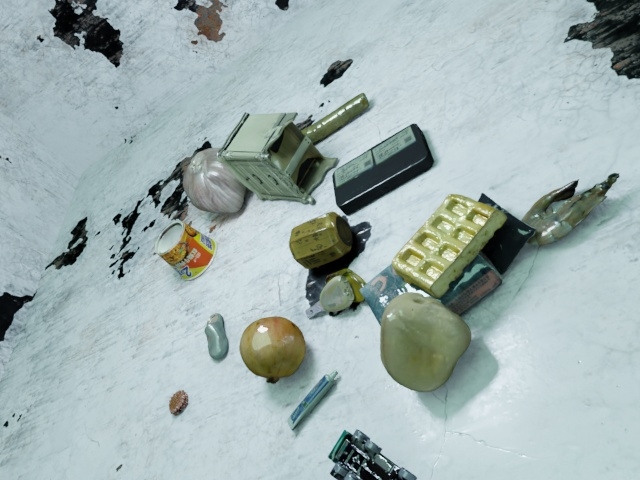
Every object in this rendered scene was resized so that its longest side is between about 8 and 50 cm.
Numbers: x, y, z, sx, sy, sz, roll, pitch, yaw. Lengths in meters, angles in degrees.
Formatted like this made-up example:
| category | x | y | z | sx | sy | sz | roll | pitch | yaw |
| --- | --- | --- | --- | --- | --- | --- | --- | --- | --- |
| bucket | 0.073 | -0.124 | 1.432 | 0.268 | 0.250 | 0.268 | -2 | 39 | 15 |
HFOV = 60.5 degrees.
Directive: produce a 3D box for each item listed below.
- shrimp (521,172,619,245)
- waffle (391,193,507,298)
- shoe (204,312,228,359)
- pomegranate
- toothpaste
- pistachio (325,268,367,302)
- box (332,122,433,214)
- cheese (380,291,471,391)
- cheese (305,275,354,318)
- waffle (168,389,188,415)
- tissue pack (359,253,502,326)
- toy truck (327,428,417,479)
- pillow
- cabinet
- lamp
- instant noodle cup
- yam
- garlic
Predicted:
| category | x | y | z | sx | sy | sz | roll | pitch | yaw |
| --- | --- | --- | --- | --- | --- | --- | --- | --- | --- |
| shrimp | 0.597 | -0.084 | 1.338 | 0.254 | 0.059 | 0.145 | -45 | 28 | 10 |
| waffle | 0.309 | 0.003 | 1.356 | 0.274 | 0.057 | 0.168 | -48 | 38 | -4 |
| shoe | -0.370 | 0.317 | 1.878 | 0.079 | 0.078 | 0.195 | -35 | 36 | 14 |
| pomegranate | -0.137 | 0.310 | 1.580 | 0.191 | 0.191 | 0.191 | -25 | 43 | 26 |
| toothpaste | -0.020 | 0.428 | 1.487 | 0.197 | 0.035 | 0.057 | -49 | 22 | 0 |
| pistachio | 0.088 | 0.130 | 1.629 | 0.173 | 0.049 | 0.089 | 13 | 99 | 43 |
| box | 0.200 | -0.241 | 1.848 | 0.350 | 0.058 | 0.211 | -29 | 39 | 22 |
| cheese | 0.240 | 0.234 | 1.276 | 0.218 | 0.235 | 0.117 | -22 | -1 | 9 |
| cheese | 0.019 | 0.183 | 1.634 | 0.192 | 0.038 | 0.097 | -39 | 64 | 37 |
| waffle | -0.474 | 0.536 | 1.823 | 0.075 | 0.029 | 0.083 | -36 | 37 | 13 |
| tissue pack | 0.275 | 0.119 | 1.423 | 0.316 | 0.103 | 0.228 | -40 | 41 | 10 |
| toy truck | 0.120 | 0.512 | 1.207 | 0.253 | 0.124 | 0.114 | 21 | 73 | 48 |
| pillow | 0.445 | -0.023 | 1.405 | 0.141 | 0.055 | 0.208 | -63 | 33 | 22 |
| cabinet | -0.160 | -0.305 | 2.056 | 0.318 | 0.290 | 0.227 | 11 | 65 | 47 |
| lamp | 0.000 | 0.000 | 1.748 | 0.185 | 0.161 | 0.161 | -24 | 43 | 26 |
| instant noodle cup | -0.554 | 0.031 | 2.221 | 0.213 | 0.174 | 0.213 | -24 | 44 | 26 |
| yam | 0.029 | -0.463 | 2.185 | 0.372 | 0.083 | 0.083 | -28 | 42 | 25 |
| garlic | -0.432 | -0.256 | 2.294 | 0.318 | 0.259 | 0.317 | -30 | 39 | 28 |
